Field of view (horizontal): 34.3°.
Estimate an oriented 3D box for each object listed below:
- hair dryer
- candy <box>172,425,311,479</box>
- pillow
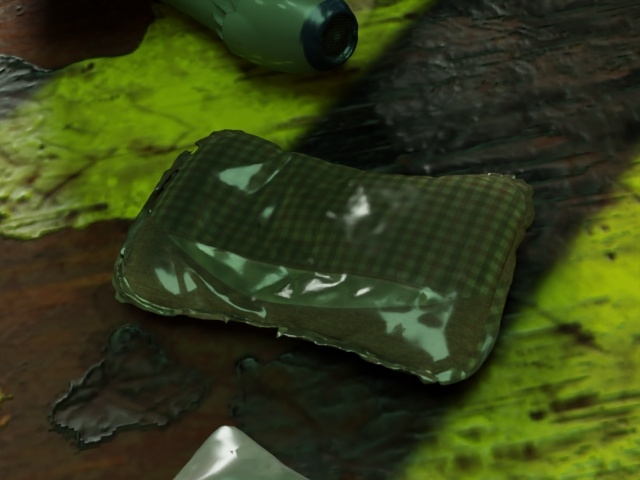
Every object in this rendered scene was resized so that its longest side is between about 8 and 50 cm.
[{"bbox_3d":[-0.015,-0.183,0.691,0.167,0.067,0.199,17,46,28],"label":"hair dryer"},{"bbox_3d":[-0.022,0.174,0.323,0.137,0.184,0.195,29,62,23],"label":"candy"},{"bbox_3d":[-0.002,0.002,0.548,0.211,0.034,0.135,11,57,20],"label":"pillow"}]
